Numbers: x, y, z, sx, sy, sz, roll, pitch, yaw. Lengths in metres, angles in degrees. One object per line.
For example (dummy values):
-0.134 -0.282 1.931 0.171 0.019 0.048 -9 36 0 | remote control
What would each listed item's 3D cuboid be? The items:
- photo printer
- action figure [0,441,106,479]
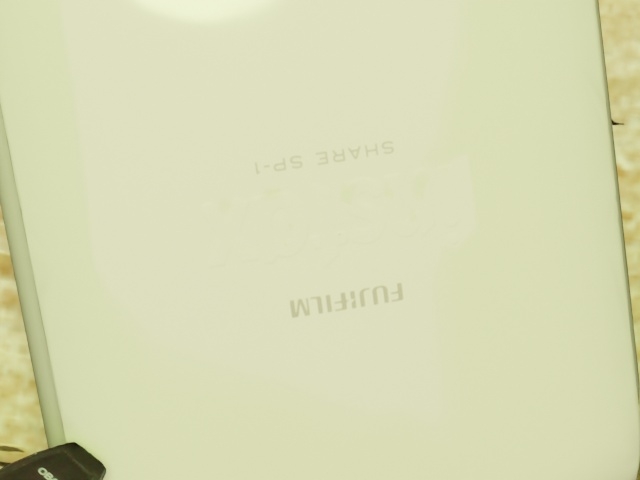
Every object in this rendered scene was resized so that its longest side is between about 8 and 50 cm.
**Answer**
0.000 0.000 0.588 0.256 0.107 0.307 -9 101 -5 | photo printer
-0.188 0.186 0.577 0.185 0.099 0.285 29 125 1 | action figure
